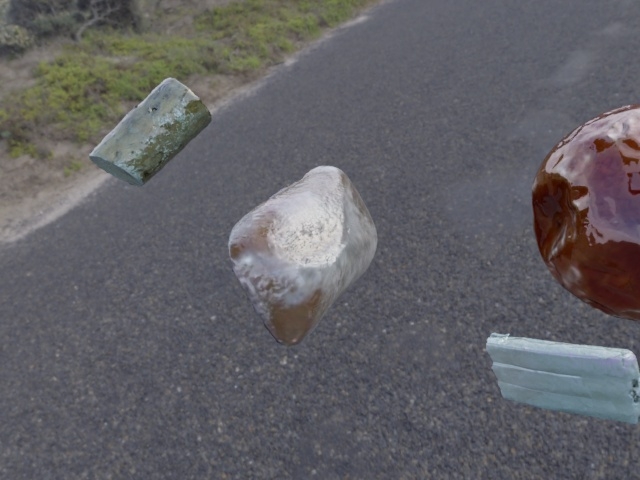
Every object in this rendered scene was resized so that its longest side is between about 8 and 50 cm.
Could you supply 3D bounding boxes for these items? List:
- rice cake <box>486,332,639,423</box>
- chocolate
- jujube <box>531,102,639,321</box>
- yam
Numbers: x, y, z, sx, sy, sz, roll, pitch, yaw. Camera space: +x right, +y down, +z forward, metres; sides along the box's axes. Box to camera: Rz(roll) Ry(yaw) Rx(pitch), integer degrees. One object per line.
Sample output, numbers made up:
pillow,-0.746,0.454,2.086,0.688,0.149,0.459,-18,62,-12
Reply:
rice cake,0.361,0.200,0.814,0.211,0.124,0.038,-6,22,43
chocolate,0.000,0.000,0.797,0.100,0.185,0.303,-28,10,34
jujube,0.319,-0.031,0.475,0.255,0.190,0.190,-14,30,0
yam,-0.289,-0.176,0.934,0.194,0.107,0.107,-48,39,-12
